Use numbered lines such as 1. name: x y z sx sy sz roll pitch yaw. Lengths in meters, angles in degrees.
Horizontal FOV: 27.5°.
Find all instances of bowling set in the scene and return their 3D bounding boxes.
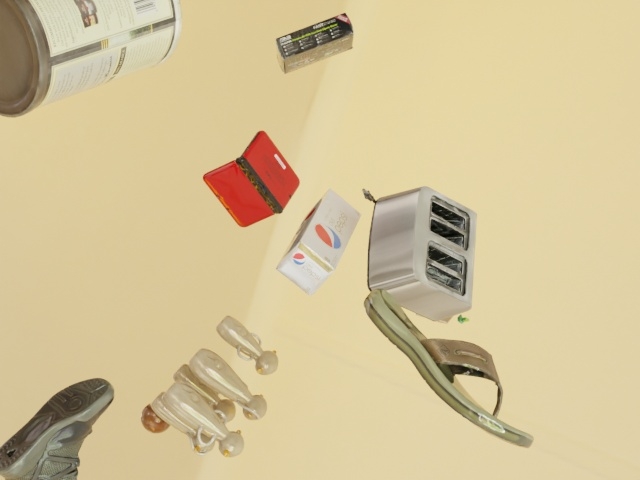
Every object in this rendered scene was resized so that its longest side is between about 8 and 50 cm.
1. bowling set: -0.189 0.278 2.182 0.200 0.154 0.287 -45 -176 36

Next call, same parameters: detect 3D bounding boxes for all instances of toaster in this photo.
1. toaster: 0.156 0.016 2.026 0.110 0.185 0.168 -18 -123 43

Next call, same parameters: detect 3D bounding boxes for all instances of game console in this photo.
1. game console: -0.126 -0.114 2.422 0.085 0.144 0.124 1 -131 42

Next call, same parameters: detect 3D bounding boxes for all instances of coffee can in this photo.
1. coffee can: -0.368 -0.313 1.904 0.201 0.275 0.201 20 -57 34

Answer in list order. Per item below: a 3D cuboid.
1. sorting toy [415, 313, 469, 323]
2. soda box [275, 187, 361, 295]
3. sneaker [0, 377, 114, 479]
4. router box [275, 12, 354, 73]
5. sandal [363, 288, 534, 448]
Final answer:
1. sorting toy: 0.208 0.129 2.218 0.062 0.083 0.012 -35 138 -62
2. soda box: 0.000 0.000 2.096 0.069 0.074 0.216 -48 -173 28
3. sneaker: -0.418 0.331 2.160 0.227 0.130 0.087 -44 -137 -14
4. router box: -0.009 -0.310 2.063 0.092 0.122 0.038 94 -25 -82
5. sandal: 0.178 0.162 1.757 0.086 0.120 0.303 -44 -111 4
